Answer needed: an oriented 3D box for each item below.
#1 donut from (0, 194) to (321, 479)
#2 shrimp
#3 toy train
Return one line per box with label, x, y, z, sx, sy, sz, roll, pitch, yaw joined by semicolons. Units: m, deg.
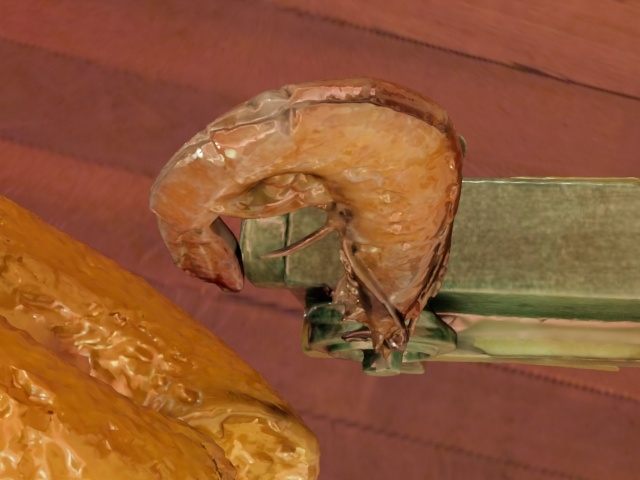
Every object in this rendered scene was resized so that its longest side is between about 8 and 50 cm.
donut;-0.188;0.083;0.956;0.378;0.435;0.163;35;98;6
shrimp;0.000;-0.002;0.836;0.143;0.052;0.251;-9;145;3
toy train;0.155;0.020;1.102;0.397;0.253;0.160;2;78;11
